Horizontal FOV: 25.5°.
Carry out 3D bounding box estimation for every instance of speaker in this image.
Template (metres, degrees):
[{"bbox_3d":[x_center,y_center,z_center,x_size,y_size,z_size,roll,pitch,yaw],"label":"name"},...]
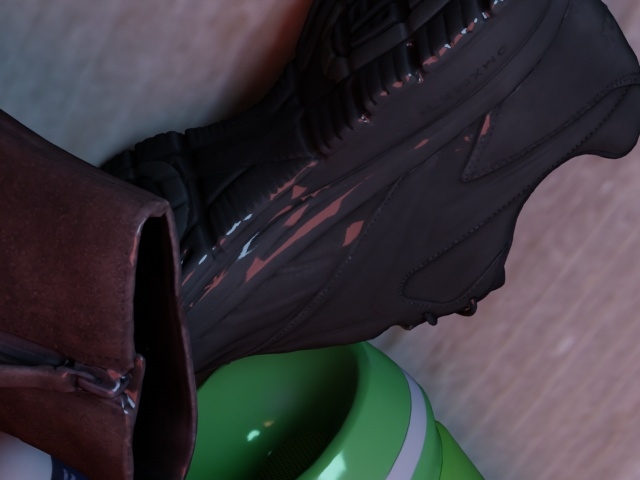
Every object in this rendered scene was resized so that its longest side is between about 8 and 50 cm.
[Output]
[{"bbox_3d":[0.051,0.175,0.634,0.131,0.131,0.296,-29,120,13],"label":"speaker"}]

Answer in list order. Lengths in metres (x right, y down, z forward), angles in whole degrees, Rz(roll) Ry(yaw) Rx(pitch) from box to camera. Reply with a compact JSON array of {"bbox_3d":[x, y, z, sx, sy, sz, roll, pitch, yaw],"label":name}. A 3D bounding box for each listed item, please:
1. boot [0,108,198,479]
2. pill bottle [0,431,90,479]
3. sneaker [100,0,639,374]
[{"bbox_3d":[-0.127,-0.044,0.444,0.206,0.090,0.248,19,128,28],"label":"boot"},{"bbox_3d":[-0.127,0.141,0.616,0.094,0.094,0.169,-40,117,19],"label":"pill bottle"},{"bbox_3d":[0.000,0.000,0.538,0.286,0.109,0.130,-35,128,21],"label":"sneaker"}]
